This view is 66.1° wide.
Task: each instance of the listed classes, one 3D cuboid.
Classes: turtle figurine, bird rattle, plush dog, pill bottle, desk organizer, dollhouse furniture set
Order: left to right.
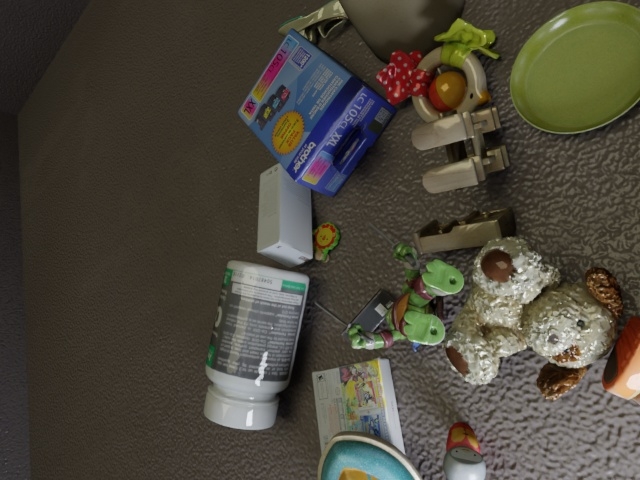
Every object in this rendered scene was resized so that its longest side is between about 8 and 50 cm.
[{"bbox_3d":[-0.156,0.238,1.163,0.204,0.204,0.361,7,84,41],"label":"pill bottle"},{"bbox_3d":[0.105,0.166,1.059,0.047,0.050,0.130,42,92,4],"label":"desk organizer"},{"bbox_3d":[0.121,0.101,0.891,0.275,0.197,0.266,59,164,3],"label":"turtle figurine"},{"bbox_3d":[0.244,-0.332,1.018,0.253,0.143,0.207,-25,81,37],"label":"bird rattle"},{"bbox_3d":[0.242,-0.112,0.909,0.160,0.212,0.242,-10,100,37],"label":"dollhouse furniture set"},{"bbox_3d":[0.355,0.121,0.801,0.225,0.210,0.263,26,118,25],"label":"plush dog"}]

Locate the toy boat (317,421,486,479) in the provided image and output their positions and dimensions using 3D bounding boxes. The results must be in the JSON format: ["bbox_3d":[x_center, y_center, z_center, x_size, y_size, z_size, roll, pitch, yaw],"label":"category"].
[{"bbox_3d":[0.144,0.433,0.864,0.318,0.148,0.268,-38,87,15],"label":"toy boat"}]

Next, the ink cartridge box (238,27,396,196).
[{"bbox_3d":[-0.005,-0.299,1.204,0.270,0.151,0.395,-53,53,18],"label":"ink cartridge box"}]

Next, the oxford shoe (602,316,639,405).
[{"bbox_3d":[0.540,0.082,0.671,0.132,0.130,0.364,28,111,18],"label":"oxford shoe"}]

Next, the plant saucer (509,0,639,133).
[{"bbox_3d":[0.464,-0.300,0.874,0.240,0.037,0.241,-10,74,39],"label":"plant saucer"}]

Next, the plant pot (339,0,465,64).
[{"bbox_3d":[0.134,-0.559,1.060,0.256,0.274,0.257,-11,72,39],"label":"plant pot"}]

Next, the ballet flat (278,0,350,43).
[{"bbox_3d":[-0.012,-0.577,1.324,0.248,0.086,0.086,-9,74,38],"label":"ballet flat"}]

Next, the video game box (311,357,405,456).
[{"bbox_3d":[0.075,0.367,1.040,0.187,0.048,0.205,-23,66,37],"label":"video game box"}]

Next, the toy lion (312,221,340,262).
[{"bbox_3d":[0.000,0.000,1.205,0.100,0.034,0.096,17,84,42],"label":"toy lion"}]

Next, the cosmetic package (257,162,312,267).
[{"bbox_3d":[-0.087,-0.062,1.208,0.085,0.117,0.231,-24,52,35],"label":"cosmetic package"}]
